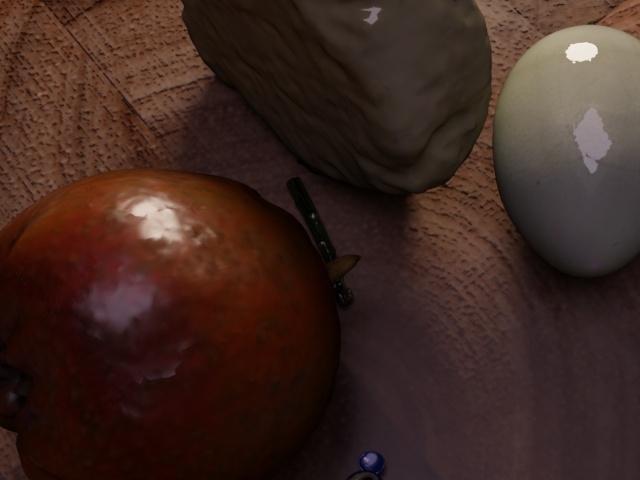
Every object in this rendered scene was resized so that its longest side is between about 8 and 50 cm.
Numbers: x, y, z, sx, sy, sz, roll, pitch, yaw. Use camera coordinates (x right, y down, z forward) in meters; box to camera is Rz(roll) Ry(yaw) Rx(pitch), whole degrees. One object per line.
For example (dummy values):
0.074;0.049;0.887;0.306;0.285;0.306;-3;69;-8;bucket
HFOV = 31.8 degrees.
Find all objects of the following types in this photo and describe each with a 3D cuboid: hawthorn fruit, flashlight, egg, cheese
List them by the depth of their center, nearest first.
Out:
-0.097;0.069;0.836;0.298;0.277;0.277;-22;67;-23;hawthorn fruit
0.007;0.214;0.872;0.121;0.035;0.057;-31;69;-6;flashlight
0.214;-0.072;0.899;0.151;0.151;0.209;0;72;6;egg
-0.004;-0.177;0.907;0.115;0.326;0.318;-39;107;-15;cheese

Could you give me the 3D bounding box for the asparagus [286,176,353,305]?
0.000;0.000;0.967;0.018;0.015;0.127;-27;67;6;asparagus
